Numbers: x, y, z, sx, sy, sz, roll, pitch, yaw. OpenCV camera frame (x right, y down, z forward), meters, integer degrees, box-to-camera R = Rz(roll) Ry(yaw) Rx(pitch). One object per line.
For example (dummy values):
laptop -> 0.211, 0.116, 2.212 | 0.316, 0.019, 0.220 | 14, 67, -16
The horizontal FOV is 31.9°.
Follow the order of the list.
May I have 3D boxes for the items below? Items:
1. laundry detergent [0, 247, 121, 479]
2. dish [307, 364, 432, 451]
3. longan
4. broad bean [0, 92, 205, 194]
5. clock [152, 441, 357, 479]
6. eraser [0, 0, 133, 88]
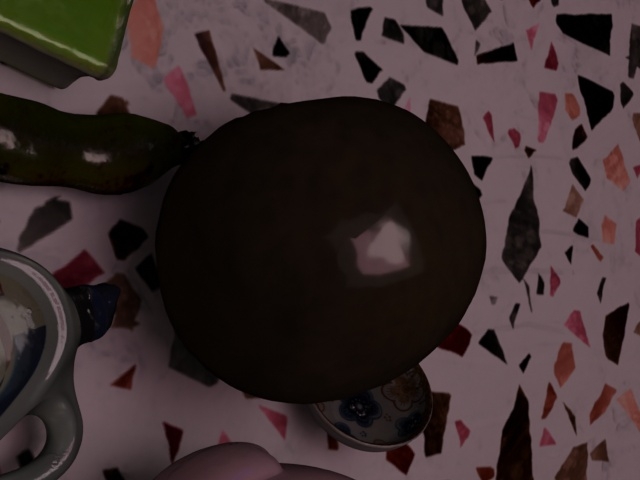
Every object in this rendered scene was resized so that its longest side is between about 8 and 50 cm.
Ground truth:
laundry detergent -> -0.272, 0.106, 0.867 | 0.281, 0.105, 0.214 | -17, 99, -43
dish -> 0.038, 0.171, 1.169 | 0.141, 0.078, 0.141 | 14, 48, -16
longan -> 0.003, 0.003, 0.998 | 0.297, 0.297, 0.297 | 2, 86, -42
broad bean -> -0.225, -0.080, 0.944 | 0.339, 0.061, 0.077 | 5, 77, -42
clock -> -0.086, 0.365, 0.911 | 0.377, 0.251, 0.368 | -19, 92, -47
eraser -> -0.276, -0.267, 0.891 | 0.274, 0.092, 0.210 | 21, 74, -38
